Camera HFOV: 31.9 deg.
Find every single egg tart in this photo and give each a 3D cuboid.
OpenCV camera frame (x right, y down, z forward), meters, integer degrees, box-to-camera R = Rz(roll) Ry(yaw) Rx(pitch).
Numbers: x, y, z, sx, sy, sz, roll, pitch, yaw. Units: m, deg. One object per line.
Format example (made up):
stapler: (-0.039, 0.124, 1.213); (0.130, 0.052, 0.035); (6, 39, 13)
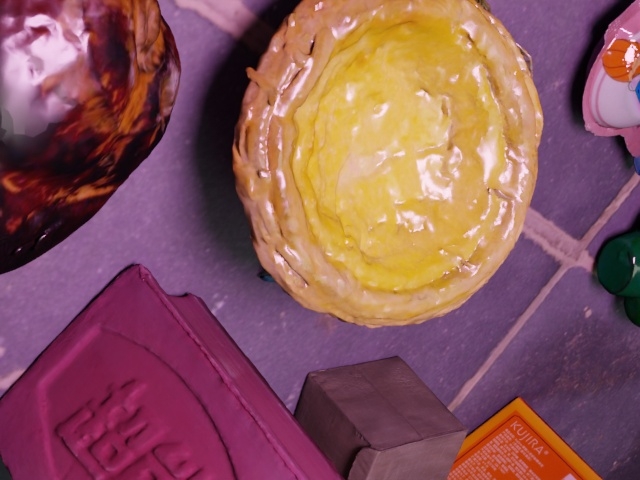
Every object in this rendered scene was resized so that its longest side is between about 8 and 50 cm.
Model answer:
egg tart: (0.053, -0.090, 1.052); (0.345, 0.132, 0.346); (-10, 110, -29)

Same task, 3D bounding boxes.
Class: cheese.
cheese: (0.387, -0.182, 1.329); (0.189, 0.074, 0.286); (-40, 140, -4)

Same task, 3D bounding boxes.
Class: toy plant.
toy plant: (0.502, 0.023, 1.564); (0.243, 0.112, 0.233); (24, 111, -42)

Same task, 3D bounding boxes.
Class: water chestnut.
water chestnut: (-0.238, -0.115, 0.748); (0.289, 0.244, 0.289); (-46, 168, -12)

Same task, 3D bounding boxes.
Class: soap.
soap: (-0.131, 0.219, 1.009); (0.233, 0.359, 0.128); (-47, 141, 3)

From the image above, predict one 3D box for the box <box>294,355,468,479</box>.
box: (0.048, 0.285, 1.376); (0.155, 0.149, 0.231); (-7, 126, -36)

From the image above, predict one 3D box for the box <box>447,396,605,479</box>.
box: (0.325, 0.427, 1.620); (0.213, 0.283, 0.260); (-36, 139, -8)

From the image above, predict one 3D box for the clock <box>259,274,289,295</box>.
clock: (0.001, 0.001, 1.180); (0.147, 0.045, 0.108); (-52, 138, 9)
